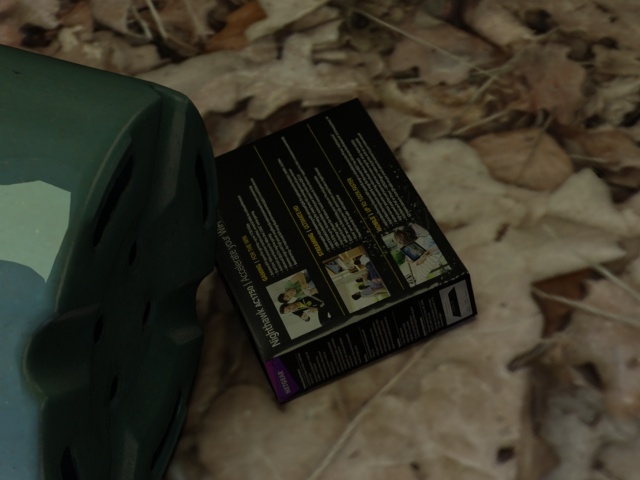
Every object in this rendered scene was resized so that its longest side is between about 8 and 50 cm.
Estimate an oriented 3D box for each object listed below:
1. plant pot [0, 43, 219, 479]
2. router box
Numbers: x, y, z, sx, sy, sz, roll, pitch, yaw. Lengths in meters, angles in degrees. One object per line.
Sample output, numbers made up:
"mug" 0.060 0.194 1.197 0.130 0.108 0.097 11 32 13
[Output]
"plant pot" -0.250 0.015 0.803 0.334 0.341 0.341 9 52 12
"router box" 0.000 0.000 0.921 0.133 0.046 0.179 -23 47 -6
